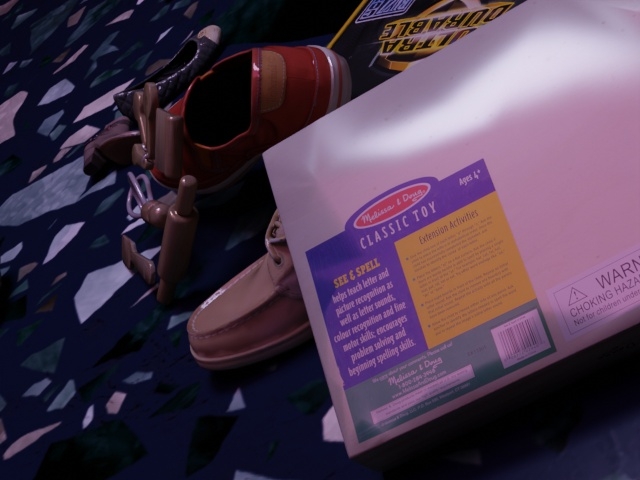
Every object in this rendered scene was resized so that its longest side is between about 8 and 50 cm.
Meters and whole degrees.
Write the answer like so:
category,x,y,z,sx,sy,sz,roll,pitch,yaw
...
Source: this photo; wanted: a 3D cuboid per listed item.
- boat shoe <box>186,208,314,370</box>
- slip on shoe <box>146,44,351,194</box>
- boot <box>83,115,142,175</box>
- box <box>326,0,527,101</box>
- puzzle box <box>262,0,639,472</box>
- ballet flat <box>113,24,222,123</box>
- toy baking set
category,x,y,z,sx,sy,sz,roll,pitch,yaw
boat shoe,0.000,0.000,1.110,0.302,0.098,0.109,-32,29,12
slip on shoe,-0.097,-0.121,1.272,0.331,0.101,0.123,-13,74,57
boot,-0.254,-0.128,1.649,0.118,0.042,0.087,-23,30,26
box,0.138,-0.187,1.243,0.322,0.079,0.257,1,46,50
puzzle box,0.164,-0.042,0.913,0.409,0.052,0.272,-28,58,19
ballet flat,-0.194,-0.222,1.703,0.173,0.049,0.057,-45,30,-11
toy baking set,-0.161,-0.039,1.310,0.030,0.256,0.196,-2,41,-20
